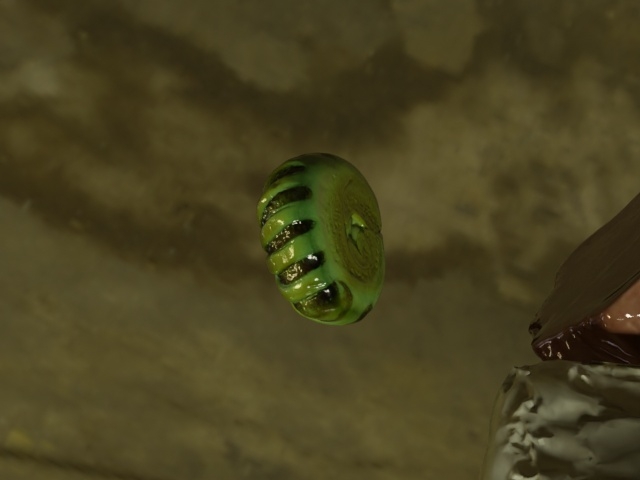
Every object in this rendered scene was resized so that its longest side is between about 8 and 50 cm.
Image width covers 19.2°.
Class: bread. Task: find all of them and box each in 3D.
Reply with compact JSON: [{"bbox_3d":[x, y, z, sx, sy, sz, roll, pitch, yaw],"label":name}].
[{"bbox_3d":[0.000,0.000,1.480,0.071,0.130,0.139,-19,81,26],"label":"bread"}]

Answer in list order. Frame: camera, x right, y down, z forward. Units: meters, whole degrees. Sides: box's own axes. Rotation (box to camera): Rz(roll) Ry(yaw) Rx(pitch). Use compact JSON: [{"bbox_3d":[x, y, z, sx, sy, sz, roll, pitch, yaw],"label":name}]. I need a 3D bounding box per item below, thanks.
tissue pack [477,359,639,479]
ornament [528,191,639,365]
[{"bbox_3d":[0.164,0.287,0.852,0.207,0.297,0.380,2,126,13],"label":"tissue pack"},{"bbox_3d":[0.254,0.057,0.987,0.217,0.221,0.235,47,162,-4],"label":"ornament"}]
